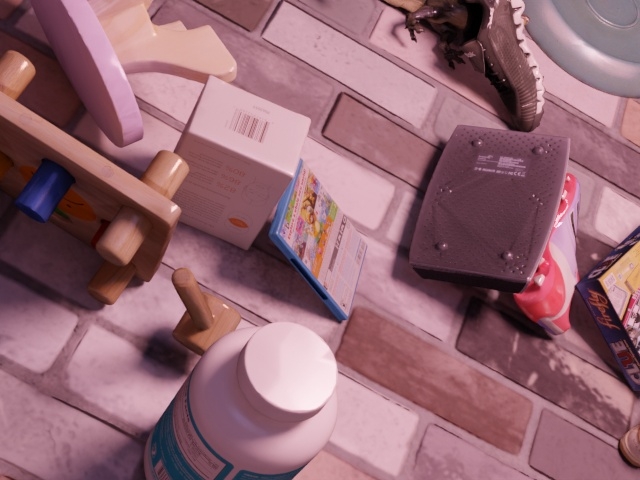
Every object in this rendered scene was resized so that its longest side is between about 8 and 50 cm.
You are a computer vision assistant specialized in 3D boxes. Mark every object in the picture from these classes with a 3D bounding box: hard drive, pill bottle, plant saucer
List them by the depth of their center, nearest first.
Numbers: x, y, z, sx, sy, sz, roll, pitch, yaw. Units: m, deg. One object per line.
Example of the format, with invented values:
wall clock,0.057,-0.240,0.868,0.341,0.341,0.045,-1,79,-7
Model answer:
pill bottle,-0.074,0.179,1.212,0.146,0.264,0.146,12,55,-19
hard drive,0.221,-0.041,1.586,0.172,0.054,0.255,8,50,18
plant saucer,0.454,-0.367,1.957,0.317,0.044,0.318,12,54,-18

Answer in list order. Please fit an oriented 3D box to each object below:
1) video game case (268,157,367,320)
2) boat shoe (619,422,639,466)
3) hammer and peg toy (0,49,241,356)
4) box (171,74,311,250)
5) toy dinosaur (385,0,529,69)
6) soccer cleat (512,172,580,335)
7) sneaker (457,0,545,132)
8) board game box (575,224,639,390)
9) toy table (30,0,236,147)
video game case,0.000,0.000,1.461,0.166,0.015,0.119,52,41,-38
boat shoe,0.449,0.225,1.561,0.170,0.059,0.063,-34,78,-37
hammer and peg toy,-0.221,-0.032,1.282,0.361,0.266,0.127,33,70,-2
box,-0.106,-0.087,1.428,0.130,0.170,0.091,23,54,-10
toy dinosaur,0.169,-0.322,1.786,0.268,0.064,0.118,16,51,-9
soccer cleat,0.308,0.013,1.632,0.095,0.083,0.248,50,40,-28
sneaker,0.246,-0.260,1.734,0.106,0.078,0.234,-17,100,-19
board game box,0.454,0.067,1.643,0.243,0.042,0.165,-35,99,-38
toy table,-0.227,-0.255,1.456,0.161,0.252,0.274,-27,81,-18
